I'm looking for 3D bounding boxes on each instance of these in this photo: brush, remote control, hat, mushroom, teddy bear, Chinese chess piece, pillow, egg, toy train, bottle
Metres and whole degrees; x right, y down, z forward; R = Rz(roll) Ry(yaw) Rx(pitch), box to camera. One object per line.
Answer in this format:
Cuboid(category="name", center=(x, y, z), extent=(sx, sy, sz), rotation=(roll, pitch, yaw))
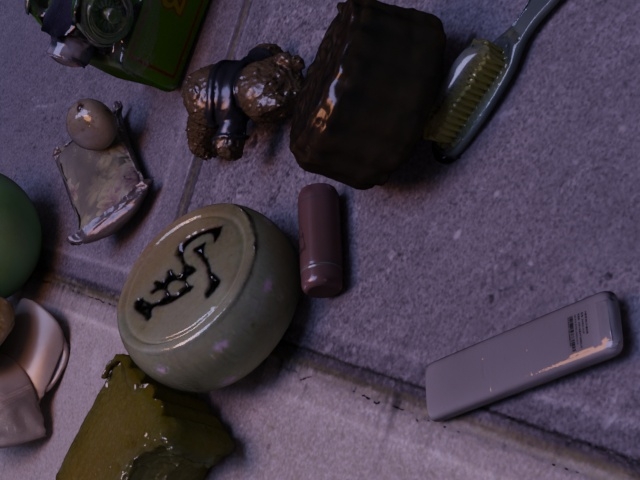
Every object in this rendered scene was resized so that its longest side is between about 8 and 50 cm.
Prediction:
Cuboid(category="brush", center=(0.192, -0.216, 1.471), extent=(0.297, 0.060, 0.068), rotation=(-56, 36, 19))
Cuboid(category="remote control", center=(0.200, 0.120, 1.334), extent=(0.261, 0.029, 0.067), rotation=(-30, 52, 44))
Cuboid(category="hat", center=(-0.511, 0.208, 2.123), extent=(0.219, 0.164, 0.225), rotation=(6, 97, 54))
Cuboid(category="mushroom", center=(-0.353, -0.185, 2.090), extent=(0.085, 0.085, 0.079), rotation=(-44, 2, 31))
Cuboid(category="teddy bear", center=(-0.123, -0.190, 1.809), extent=(0.251, 0.129, 0.181), rotation=(-13, 66, 50))
Cuboid(category="Chinese chess piece", center=(-0.143, 0.070, 1.686), extent=(0.250, 0.101, 0.250), rotation=(-25, 43, 26))
Cuboid(category="pillow", center=(-0.341, -0.101, 2.107), extent=(0.169, 0.059, 0.255), rotation=(-40, 43, 14))
Cuboid(category="egg", center=(-0.581, -0.008, 2.241), extent=(0.220, 0.220, 0.269), rotation=(-59, 27, 15))
Cuboid(category="toy train", center=(-0.290, -0.389, 2.017), extent=(0.173, 0.249, 0.307), rotation=(18, 88, 42))
Cuboid(category="bottle", center=(0.000, 0.000, 1.625), extent=(0.053, 0.053, 0.140), rotation=(-31, 52, 41))

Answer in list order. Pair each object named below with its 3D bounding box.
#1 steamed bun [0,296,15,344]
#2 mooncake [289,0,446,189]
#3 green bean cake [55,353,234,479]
Cuboid(category="steamed bun", center=(-0.589, 0.128, 2.094), extent=(0.172, 0.155, 0.140), rotation=(-22, 36, 46))
Cuboid(category="mooncake", center=(0.045, -0.174, 1.543), extent=(0.228, 0.124, 0.228), rotation=(-162, 90, -76))
Cuboid(category="green bean cake", center=(-0.227, 0.297, 1.719), extent=(0.236, 0.124, 0.233), rotation=(-60, 36, 13))
